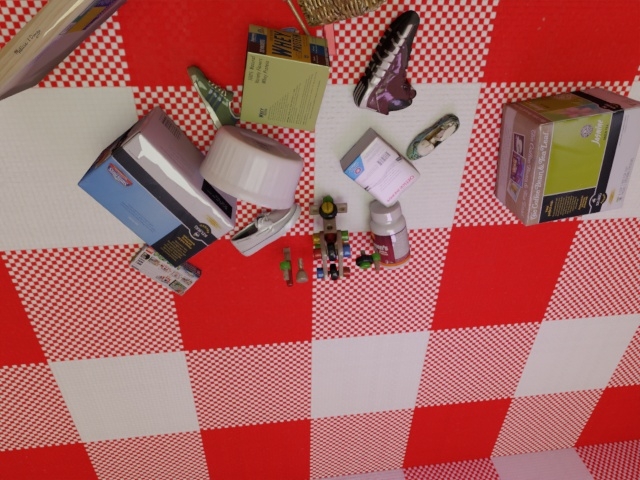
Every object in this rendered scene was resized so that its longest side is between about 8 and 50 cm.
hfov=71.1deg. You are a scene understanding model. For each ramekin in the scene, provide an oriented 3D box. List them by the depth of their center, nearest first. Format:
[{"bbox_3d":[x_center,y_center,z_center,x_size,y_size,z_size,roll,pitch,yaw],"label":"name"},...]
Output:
[{"bbox_3d":[-0.181,-0.209,1.237,0.277,0.277,0.135,17,110,-19],"label":"ramekin"}]

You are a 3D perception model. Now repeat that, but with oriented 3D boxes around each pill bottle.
[{"bbox_3d":[0.231,-0.023,1.505,0.121,0.121,0.221,-16,123,1],"label":"pill bottle"}]

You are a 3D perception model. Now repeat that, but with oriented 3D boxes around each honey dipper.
[{"bbox_3d":[-0.063,-0.583,1.157,0.030,0.030,0.161,-29,124,10],"label":"honey dipper"}]

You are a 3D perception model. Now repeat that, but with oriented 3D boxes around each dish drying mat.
[{"bbox_3d":[0.025,-0.543,1.209,0.032,0.008,0.083,-10,124,-1],"label":"dish drying mat"}]

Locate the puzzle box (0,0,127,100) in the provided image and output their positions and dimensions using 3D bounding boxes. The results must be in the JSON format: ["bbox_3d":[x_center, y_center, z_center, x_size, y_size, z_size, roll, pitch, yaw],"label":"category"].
[{"bbox_3d":[-0.582,-0.468,1.004,0.408,0.272,0.052,-35,117,12],"label":"puzzle box"}]

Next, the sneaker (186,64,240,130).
[{"bbox_3d":[-0.280,-0.396,1.222,0.086,0.064,0.192,-22,128,3],"label":"sneaker"}]

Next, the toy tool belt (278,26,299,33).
[{"bbox_3d":[-0.096,-0.530,1.168,0.083,0.051,0.052,-12,95,-2],"label":"toy tool belt"}]

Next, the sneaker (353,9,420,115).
[{"bbox_3d":[0.222,-0.473,1.241,0.162,0.106,0.281,17,129,-24],"label":"sneaker"}]

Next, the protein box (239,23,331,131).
[{"bbox_3d":[-0.097,-0.416,1.161,0.201,0.136,0.200,5,141,-13],"label":"protein box"}]

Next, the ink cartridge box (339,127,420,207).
[{"bbox_3d":[0.185,-0.222,1.391,0.203,0.086,0.148,34,111,-27],"label":"ink cartridge box"}]

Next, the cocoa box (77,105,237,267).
[{"bbox_3d":[-0.431,-0.145,1.254,0.228,0.231,0.347,-33,121,14],"label":"cocoa box"}]

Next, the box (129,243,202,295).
[{"bbox_3d":[-0.519,0.093,1.509,0.114,0.036,0.207,-42,119,17],"label":"box"}]

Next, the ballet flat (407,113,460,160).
[{"bbox_3d":[0.347,-0.311,1.375,0.070,0.070,0.188,37,110,-27],"label":"ballet flat"}]

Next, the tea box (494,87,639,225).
[{"bbox_3d":[0.746,-0.259,1.380,0.323,0.220,0.329,-10,123,-4],"label":"tea box"}]

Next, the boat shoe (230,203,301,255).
[{"bbox_3d":[-0.178,-0.045,1.441,0.258,0.095,0.084,-37,125,13],"label":"boat shoe"}]

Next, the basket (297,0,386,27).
[{"bbox_3d":[0.047,-0.702,1.060,0.213,0.223,0.299,-44,125,-22],"label":"basket"}]

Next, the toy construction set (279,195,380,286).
[{"bbox_3d":[0.000,0.000,1.473,0.308,0.237,0.257,-18,155,23],"label":"toy construction set"}]
